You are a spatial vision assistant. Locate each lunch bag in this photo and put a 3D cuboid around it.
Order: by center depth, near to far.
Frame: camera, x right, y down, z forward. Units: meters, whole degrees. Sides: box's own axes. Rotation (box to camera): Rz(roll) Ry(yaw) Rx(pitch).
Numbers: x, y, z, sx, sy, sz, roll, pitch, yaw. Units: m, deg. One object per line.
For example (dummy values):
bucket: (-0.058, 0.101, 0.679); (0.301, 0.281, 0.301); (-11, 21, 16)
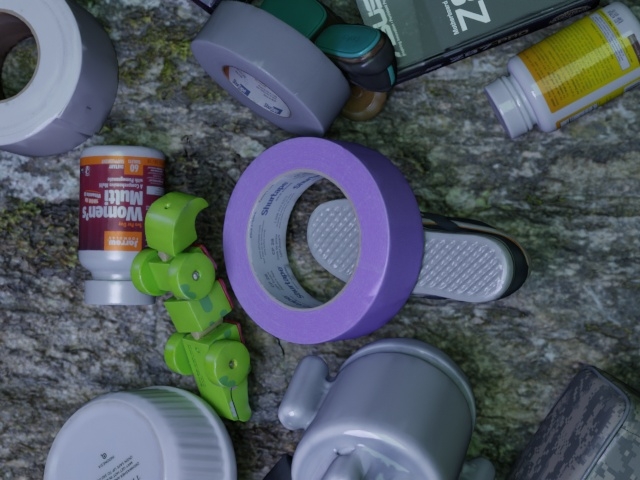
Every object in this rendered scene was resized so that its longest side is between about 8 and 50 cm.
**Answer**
lunch bag: (0.389, 0.355, 1.512); (0.256, 0.212, 0.305); (30, 95, -9)

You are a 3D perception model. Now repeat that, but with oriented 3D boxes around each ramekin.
ramekin: (-0.256, 0.327, 1.590); (0.272, 0.127, 0.273); (-9, 71, 29)

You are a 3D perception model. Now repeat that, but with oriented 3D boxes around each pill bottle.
pill bottle: (0.335, -0.224, 1.582); (0.215, 0.117, 0.117); (-28, 85, 6)
pill bottle: (-0.282, -0.020, 1.658); (0.121, 0.121, 0.221); (0, 88, 8)

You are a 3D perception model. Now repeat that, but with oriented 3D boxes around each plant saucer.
plant saucer: (0.053, -0.211, 1.661); (0.083, 0.015, 0.083); (2, 95, 21)

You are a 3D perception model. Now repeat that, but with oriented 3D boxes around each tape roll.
tape roll: (0.000, 0.000, 1.577); (0.274, 0.090, 0.275); (1, 91, 36)
tape roll: (-0.067, -0.229, 1.582); (0.219, 0.219, 0.072); (32, 79, 7)
tape roll: (-0.428, -0.247, 1.661); (0.246, 0.169, 0.246); (0, 88, 8)

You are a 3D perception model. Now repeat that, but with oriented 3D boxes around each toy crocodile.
toy crocodile: (-0.164, 0.098, 1.610); (0.115, 0.105, 0.341); (3, 118, 47)

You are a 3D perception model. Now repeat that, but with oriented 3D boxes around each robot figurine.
robot figurine: (0.087, 0.257, 1.506); (0.300, 0.353, 0.200); (34, 123, 1)

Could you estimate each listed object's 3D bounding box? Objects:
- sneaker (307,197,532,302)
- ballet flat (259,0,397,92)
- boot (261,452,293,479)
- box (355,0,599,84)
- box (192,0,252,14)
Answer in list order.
sneaker: (0.137, 0.020, 1.609); (0.321, 0.127, 0.126); (16, 100, 33)
ballet flat: (0.009, -0.264, 1.612); (0.095, 0.096, 0.280); (-43, 41, -8)
boot: (-0.089, 0.554, 1.535); (0.445, 0.146, 0.367); (-43, 51, 1)
box: (0.172, -0.454, 1.623); (0.318, 0.097, 0.395); (-20, 87, 10)
box: (-0.188, -0.445, 1.648); (0.247, 0.142, 0.163); (37, 94, 7)
